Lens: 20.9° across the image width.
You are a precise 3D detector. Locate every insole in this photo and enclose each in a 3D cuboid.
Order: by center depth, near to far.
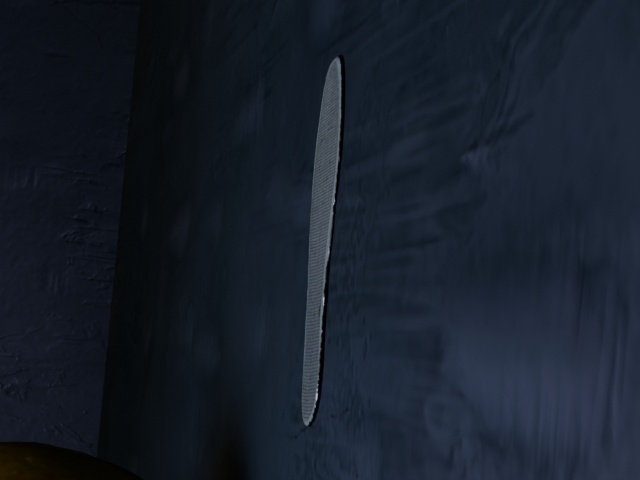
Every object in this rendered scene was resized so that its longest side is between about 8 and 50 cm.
[{"bbox_3d":[-0.001,0.000,1.079,0.080,0.003,0.232,151,124,-77],"label":"insole"}]

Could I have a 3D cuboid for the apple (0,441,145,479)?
[{"bbox_3d":[-0.238,0.346,1.271,0.400,0.334,0.400,-173,90,-80],"label":"apple"}]
